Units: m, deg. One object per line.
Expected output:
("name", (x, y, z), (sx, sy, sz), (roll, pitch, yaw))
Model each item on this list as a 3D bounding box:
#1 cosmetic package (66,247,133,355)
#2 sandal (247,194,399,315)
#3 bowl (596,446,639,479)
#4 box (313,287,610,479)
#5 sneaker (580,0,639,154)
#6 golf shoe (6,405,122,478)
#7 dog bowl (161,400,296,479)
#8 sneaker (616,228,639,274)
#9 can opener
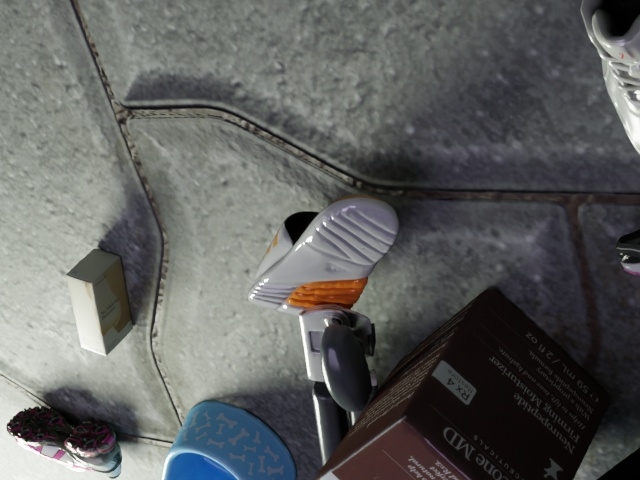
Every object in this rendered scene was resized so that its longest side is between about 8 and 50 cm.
("cosmetic package", (-0.264, 0.074, 1.403), (0.041, 0.060, 0.115), (16, 132, 23))
("sandal", (0.010, 0.002, 1.143), (0.102, 0.076, 0.265), (15, 150, -17))
("bowl", (0.273, 0.234, 0.930), (0.077, 0.391, 0.391), (53, 136, 8))
("box", (0.137, 0.191, 1.113), (0.168, 0.203, 0.167), (43, 136, -2))
("sneaker", (0.230, -0.145, 0.850), (0.090, 0.115, 0.232), (1, 123, 34))
("golf shoe", (-0.359, 0.288, 1.627), (0.186, 0.067, 0.086), (11, 130, 28))
("dog bowl", (-0.133, 0.333, 1.502), (0.166, 0.074, 0.297), (29, 134, 13))
("sneaker", (0.311, -0.035, 0.927), (0.178, 0.072, 0.077), (-28, 93, 36))
("can opener", (0.022, 0.184, 1.244), (0.076, 0.095, 0.283), (4, 131, 12))
